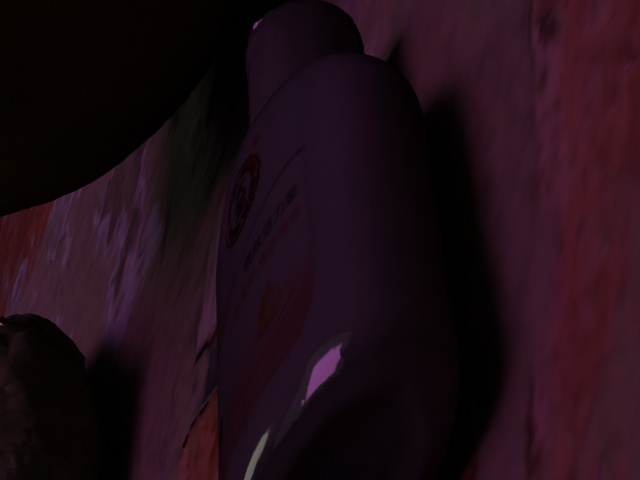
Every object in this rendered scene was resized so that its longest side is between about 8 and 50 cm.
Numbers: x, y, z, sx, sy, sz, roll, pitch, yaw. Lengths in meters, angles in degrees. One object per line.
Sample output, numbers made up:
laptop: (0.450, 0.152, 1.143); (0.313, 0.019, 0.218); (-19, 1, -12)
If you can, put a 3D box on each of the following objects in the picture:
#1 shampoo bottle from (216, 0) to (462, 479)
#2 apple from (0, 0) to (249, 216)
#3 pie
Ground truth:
shampoo bottle: (0.000, 0.000, 0.447); (0.165, 0.040, 0.080); (-95, 24, -52)
apple: (-0.151, -0.142, 0.683); (0.292, 0.292, 0.254); (132, 139, -60)
pie: (-0.153, 0.175, 0.780); (0.323, 0.070, 0.323); (-166, 90, -75)
